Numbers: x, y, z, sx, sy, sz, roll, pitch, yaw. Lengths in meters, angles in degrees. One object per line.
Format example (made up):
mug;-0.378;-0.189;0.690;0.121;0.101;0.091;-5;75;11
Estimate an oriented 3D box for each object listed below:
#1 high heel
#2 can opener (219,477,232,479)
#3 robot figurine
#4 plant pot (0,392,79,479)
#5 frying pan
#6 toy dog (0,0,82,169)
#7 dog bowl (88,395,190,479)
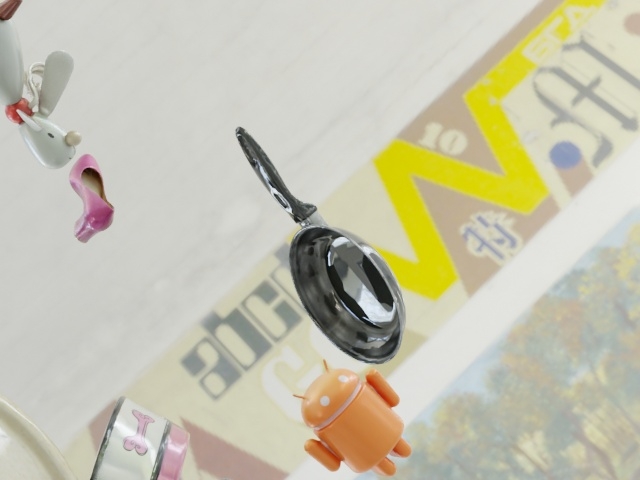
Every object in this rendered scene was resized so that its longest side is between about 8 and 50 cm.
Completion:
high heel;-0.472;-0.115;1.949;0.082;0.244;0.117;32;-54;-33
can opener;-0.198;0.587;1.831;0.074;0.093;0.280;-44;-36;-48
robot figurine;0.054;0.311;1.587;0.158;0.219;0.128;-43;5;20
plant pot;-0.318;0.253;0.488;0.334;0.334;0.305;-50;3;8
frying pan;-0.006;0.018;1.169;0.053;0.326;0.197;-31;-20;-32
toy dog;-0.476;-0.275;1.481;0.161;0.220;0.334;-14;-31;23
dog bowl;-0.355;0.502;1.697;0.408;0.150;0.408;-164;90;-84
